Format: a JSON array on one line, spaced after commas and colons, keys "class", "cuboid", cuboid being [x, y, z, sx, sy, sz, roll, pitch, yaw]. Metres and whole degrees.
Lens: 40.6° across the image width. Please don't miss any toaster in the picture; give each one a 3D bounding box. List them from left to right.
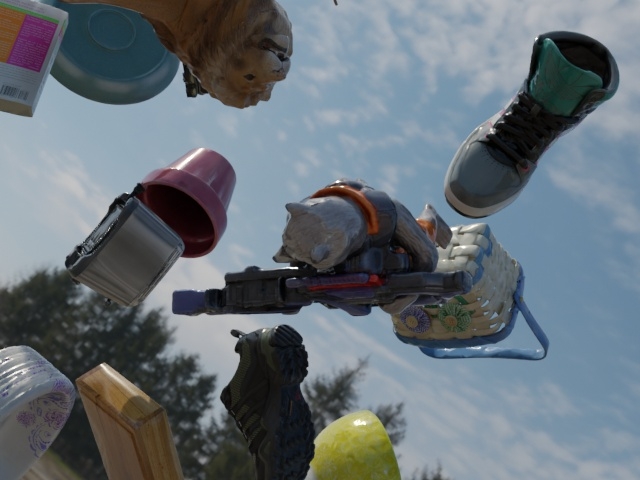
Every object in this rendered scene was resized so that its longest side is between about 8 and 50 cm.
[{"class": "toaster", "cuboid": [-0.363, 0.016, 1.644, 0.146, 0.227, 0.129, 42, -8, -26]}]

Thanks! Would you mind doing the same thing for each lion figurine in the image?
[{"class": "lion figurine", "cuboid": [-0.192, -0.293, 0.919, 0.392, 0.240, 0.142, 12, 23, -26]}]

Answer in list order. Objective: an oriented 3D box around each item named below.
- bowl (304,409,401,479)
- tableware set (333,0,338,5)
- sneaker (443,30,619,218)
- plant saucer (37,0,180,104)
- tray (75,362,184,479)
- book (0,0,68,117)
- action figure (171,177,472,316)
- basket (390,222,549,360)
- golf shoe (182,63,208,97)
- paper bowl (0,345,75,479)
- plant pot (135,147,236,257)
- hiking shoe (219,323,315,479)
[{"class": "bowl", "cuboid": [0.032, 0.467, 1.588, 0.289, 0.156, 0.289, 175, -90, -73]}, {"class": "tableware set", "cuboid": [-0.030, -0.451, 1.301, 0.128, 0.039, 0.194, 48, 25, -63]}, {"class": "sneaker", "cuboid": [0.280, -0.164, 1.108, 0.124, 0.295, 0.178, 39, -21, 14]}, {"class": "plant saucer", "cuboid": [-0.444, -0.436, 1.826, 0.317, 0.317, 0.044, 43, -33, -4]}, {"class": "tray", "cuboid": [-0.347, 0.450, 1.676, 0.203, 0.076, 0.411, 26, -44, 40]}, {"class": "book", "cuboid": [-0.336, -0.202, 0.926, 0.096, 0.144, 0.035, 13, -35, -8]}, {"class": "action figure", "cuboid": [0.000, 0.000, 1.009, 0.341, 0.178, 0.330, -4, -3, 10]}, {"class": "basket", "cuboid": [0.242, 0.115, 1.532, 0.255, 0.201, 0.289, -7, -45, 36]}, {"class": "golf shoe", "cuboid": [-0.215, -0.352, 1.601, 0.094, 0.077, 0.198, -4, -33, -4]}, {"class": "paper bowl", "cuboid": [-0.518, 0.277, 1.285, 0.148, 0.284, 0.284, 38, -21, 11]}, {"class": "plant pot", "cuboid": [-0.270, -0.094, 1.818, 0.201, 0.180, 0.201, 14, -46, 15]}, {"class": "hiking shoe", "cuboid": [-0.073, 0.224, 1.119, 0.114, 0.226, 0.086, -7, -13, 39]}]
